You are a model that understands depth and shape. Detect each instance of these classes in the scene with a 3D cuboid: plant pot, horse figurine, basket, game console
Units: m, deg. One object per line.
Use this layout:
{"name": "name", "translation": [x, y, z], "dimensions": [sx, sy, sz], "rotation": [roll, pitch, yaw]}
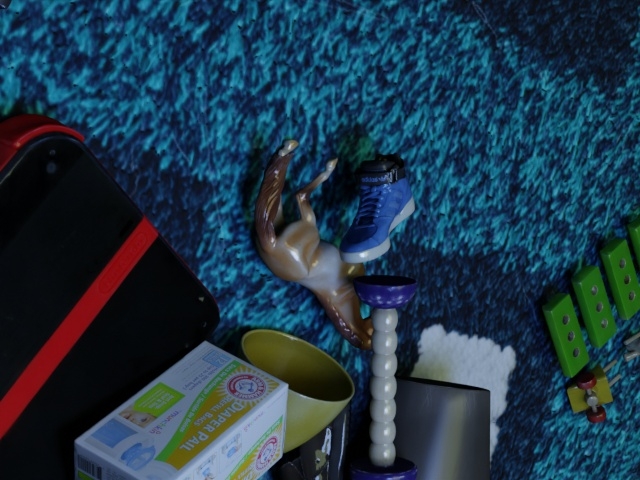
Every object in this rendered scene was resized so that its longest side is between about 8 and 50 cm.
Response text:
{"name": "plant pot", "translation": [-0.044, 0.172, 1.607], "dimensions": [0.134, 0.134, 0.095], "rotation": [8, 117, -44]}
{"name": "horse figurine", "translation": [0.000, 0.000, 1.645], "dimensions": [0.263, 0.066, 0.174], "rotation": [35, 68, -43]}
{"name": "basket", "translation": [0.124, 0.279, 1.758], "dimensions": [0.204, 0.154, 0.226], "rotation": [10, 87, -32]}
{"name": "game console", "translation": [-0.288, 0.111, 1.412], "dimensions": [0.386, 0.060, 0.342], "rotation": [-54, 135, -21]}

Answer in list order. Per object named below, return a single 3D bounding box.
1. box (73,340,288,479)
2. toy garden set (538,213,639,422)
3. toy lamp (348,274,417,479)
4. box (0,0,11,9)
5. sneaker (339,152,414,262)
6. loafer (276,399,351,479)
{"name": "box", "translation": [-0.135, 0.207, 1.480], "dimensions": [0.203, 0.114, 0.103], "rotation": [-38, 143, -44]}
{"name": "toy garden set", "translation": [0.394, 0.109, 2.047], "dimensions": [0.244, 0.049, 0.203], "rotation": [-38, 120, -32]}
{"name": "toy lamp", "translation": [0.071, 0.178, 1.639], "dimensions": [0.080, 0.080, 0.274], "rotation": [-7, 103, -42]}
{"name": "box", "translation": [-0.339, -0.228, 1.185], "dimensions": [0.114, 0.207, 0.036], "rotation": [31, 77, -42]}
{"name": "sneaker", "translation": [0.055, -0.042, 1.615], "dimensions": [0.152, 0.058, 0.084], "rotation": [-46, 130, -49]}
{"name": "loafer", "translation": [-0.011, 0.272, 1.682], "dimensions": [0.080, 0.078, 0.220], "rotation": [63, 32, -81]}
